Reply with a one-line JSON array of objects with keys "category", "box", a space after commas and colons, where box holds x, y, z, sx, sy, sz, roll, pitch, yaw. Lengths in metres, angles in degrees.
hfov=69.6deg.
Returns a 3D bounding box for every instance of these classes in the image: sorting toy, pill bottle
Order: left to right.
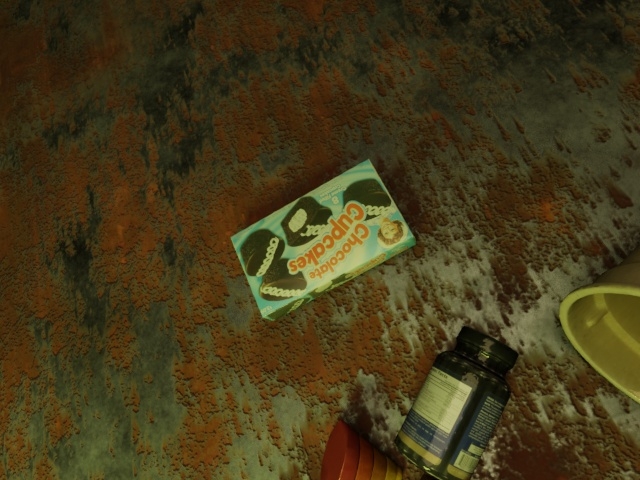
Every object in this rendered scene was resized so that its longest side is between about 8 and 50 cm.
[{"category": "sorting toy", "box": [0.043, 0.487, 0.730, 0.126, 0.127, 0.366, 17, 80, -9]}, {"category": "pill bottle", "box": [0.217, 0.252, 0.719, 0.122, 0.123, 0.219, 27, 82, 23]}]

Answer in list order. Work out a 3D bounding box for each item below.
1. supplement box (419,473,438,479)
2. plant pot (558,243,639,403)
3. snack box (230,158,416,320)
[{"category": "supplement box", "box": [0.202, 0.478, 0.648, 0.191, 0.129, 0.194, 16, 79, 22]}, {"category": "plant pot", "box": [0.552, 0.064, 0.591, 0.333, 0.334, 0.305, 37, 75, 24]}, {"category": "snack box", "box": [0.000, 0.000, 0.902, 0.321, 0.060, 0.187, -29, 67, 7]}]
